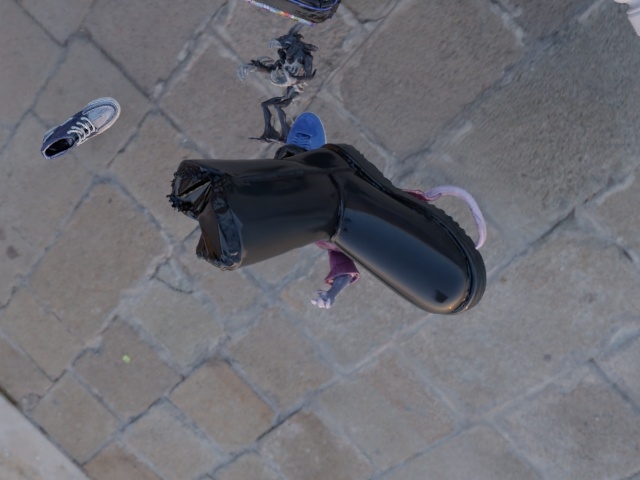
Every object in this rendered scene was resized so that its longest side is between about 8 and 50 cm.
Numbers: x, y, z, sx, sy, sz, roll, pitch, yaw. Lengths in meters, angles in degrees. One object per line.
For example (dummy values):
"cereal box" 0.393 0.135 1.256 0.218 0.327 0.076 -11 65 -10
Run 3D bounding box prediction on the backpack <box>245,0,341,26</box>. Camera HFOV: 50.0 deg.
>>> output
"backpack" -0.029 -0.314 0.655 0.158 0.117 0.173 19 97 -2

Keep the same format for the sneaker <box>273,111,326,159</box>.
"sneaker" -0.027 -0.123 0.947 0.058 0.152 0.084 10 162 7

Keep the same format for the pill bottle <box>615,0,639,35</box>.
"pill bottle" 0.386 -0.363 0.820 0.119 0.119 0.208 -25 100 33

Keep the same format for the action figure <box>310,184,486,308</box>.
"action figure" 0.059 -0.040 1.229 0.370 0.276 0.248 4 119 53

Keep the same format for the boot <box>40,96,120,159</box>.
"boot" -0.518 -0.238 1.488 0.190 0.086 0.069 -32 122 4

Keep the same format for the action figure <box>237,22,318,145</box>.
"action figure" -0.090 -0.350 1.501 0.164 0.141 0.275 15 100 50

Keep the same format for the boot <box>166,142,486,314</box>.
"boot" 0.000 0.000 0.623 0.246 0.207 0.094 46 134 31
